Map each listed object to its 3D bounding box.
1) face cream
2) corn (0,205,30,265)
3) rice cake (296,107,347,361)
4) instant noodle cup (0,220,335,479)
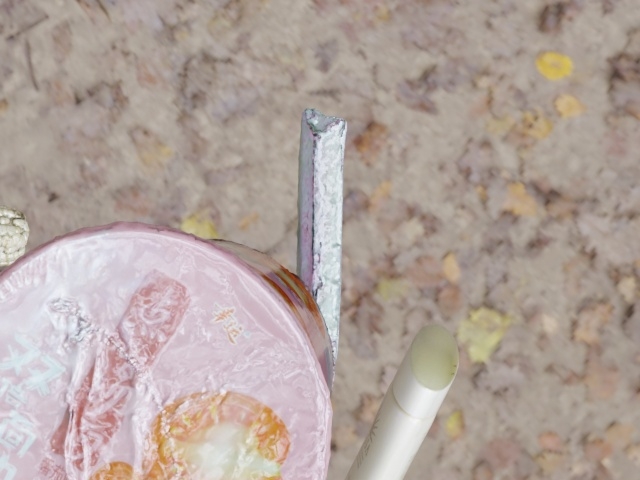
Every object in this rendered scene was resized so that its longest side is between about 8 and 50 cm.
[{"bbox_3d":[0.113,0.306,2.142,0.081,0.173,0.349,24,110,-1],"label":"face cream"},{"bbox_3d":[-0.500,-0.013,1.895,0.210,0.087,0.087,7,112,-36],"label":"corn"},{"bbox_3d":[-0.001,0.000,1.102,0.033,0.033,0.208,-3,98,-34],"label":"rice cake"},{"bbox_3d":[-0.098,0.104,0.930,0.243,0.231,0.243,0,94,8],"label":"instant noodle cup"}]
